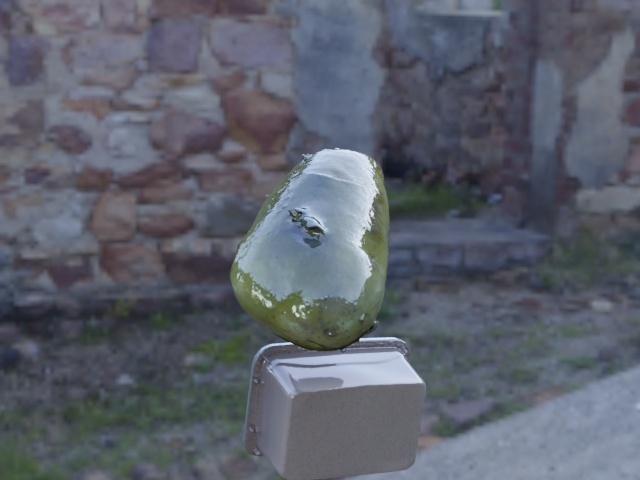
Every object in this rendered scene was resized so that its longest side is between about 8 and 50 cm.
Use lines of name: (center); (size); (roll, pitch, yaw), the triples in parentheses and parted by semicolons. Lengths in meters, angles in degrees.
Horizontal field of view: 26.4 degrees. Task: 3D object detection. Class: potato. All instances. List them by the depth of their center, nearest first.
potato: (0.000, 0.000, 0.923); (0.105, 0.085, 0.188); (9, 39, 9)

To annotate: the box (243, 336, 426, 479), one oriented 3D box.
box: (0.014, 0.120, 0.958); (0.122, 0.089, 0.062); (-2, 23, -24)
